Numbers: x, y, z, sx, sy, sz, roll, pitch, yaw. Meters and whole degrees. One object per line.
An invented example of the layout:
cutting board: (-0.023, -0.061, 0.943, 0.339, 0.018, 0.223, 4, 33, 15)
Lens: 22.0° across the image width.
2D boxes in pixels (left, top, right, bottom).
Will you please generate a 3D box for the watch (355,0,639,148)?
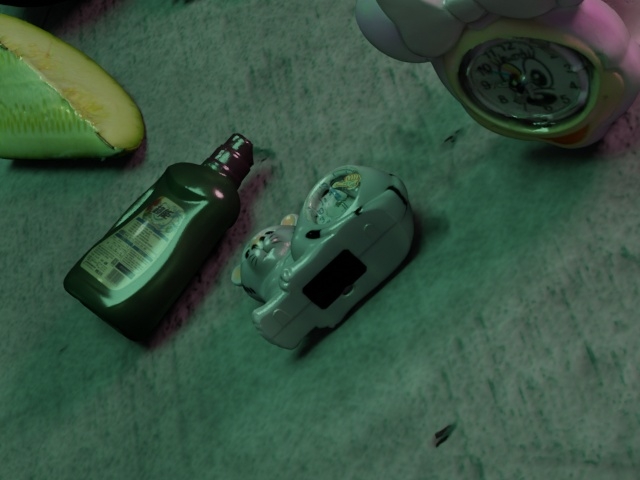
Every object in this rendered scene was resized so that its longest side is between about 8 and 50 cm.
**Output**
watch: (0.167, -0.216, 1.336, 0.211, 0.248, 0.217, -12, 46, 38)

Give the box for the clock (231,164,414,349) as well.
clock: (0.000, 0.000, 1.434, 0.176, 0.080, 0.117, -43, 37, 7)

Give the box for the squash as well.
squash: (-0.274, -0.178, 1.833, 0.252, 0.093, 0.169, 2, 103, 46)

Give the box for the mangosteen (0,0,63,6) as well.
mangosteen: (-0.352, -0.446, 2.026, 0.307, 0.307, 0.347, -15, 20, 34)

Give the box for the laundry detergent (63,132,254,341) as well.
laundry detergent: (-0.147, -0.015, 1.589, 0.221, 0.078, 0.144, -53, 34, -8)
